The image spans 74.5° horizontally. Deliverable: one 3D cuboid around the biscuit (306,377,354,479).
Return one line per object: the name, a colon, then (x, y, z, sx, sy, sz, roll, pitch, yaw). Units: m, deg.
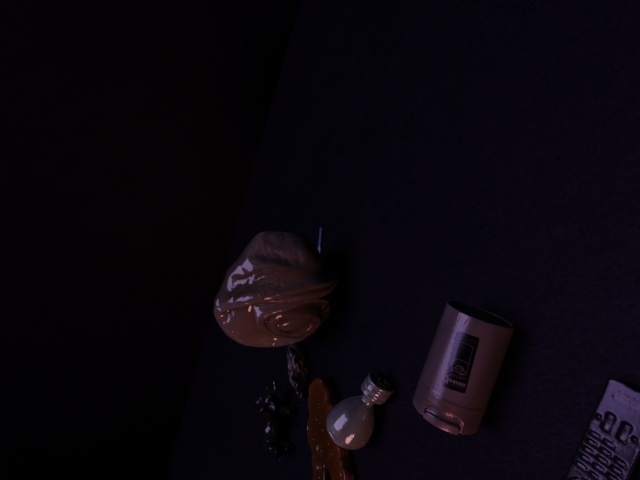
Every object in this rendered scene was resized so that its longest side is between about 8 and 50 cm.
biscuit: (0.019, 0.502, 1.080, 0.186, 0.044, 0.295, -48, 39, 44)

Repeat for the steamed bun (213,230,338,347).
steamed bun: (-0.106, 0.165, 1.212, 0.255, 0.343, 0.367, 46, 118, 33)

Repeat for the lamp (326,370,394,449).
lamp: (0.087, 0.375, 0.929, 0.193, 0.106, 0.106, -60, 28, 16)

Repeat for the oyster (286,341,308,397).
oyster: (-0.075, 0.400, 1.323, 0.125, 0.064, 0.177, 127, 139, -71)

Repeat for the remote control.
remote control: (0.332, 0.286, 0.504, 0.063, 0.025, 0.245, 38, 113, 63)

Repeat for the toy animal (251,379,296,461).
toy animal: (-0.152, 0.569, 1.339, 0.146, 0.115, 0.244, -18, 63, 62)

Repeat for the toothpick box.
toothpick box: (0.226, 0.200, 0.674, 0.111, 0.111, 0.180, 33, 108, 65)

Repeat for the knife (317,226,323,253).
knife: (0.000, 0.000, 1.395, 0.027, 0.010, 0.096, -33, 48, 59)
